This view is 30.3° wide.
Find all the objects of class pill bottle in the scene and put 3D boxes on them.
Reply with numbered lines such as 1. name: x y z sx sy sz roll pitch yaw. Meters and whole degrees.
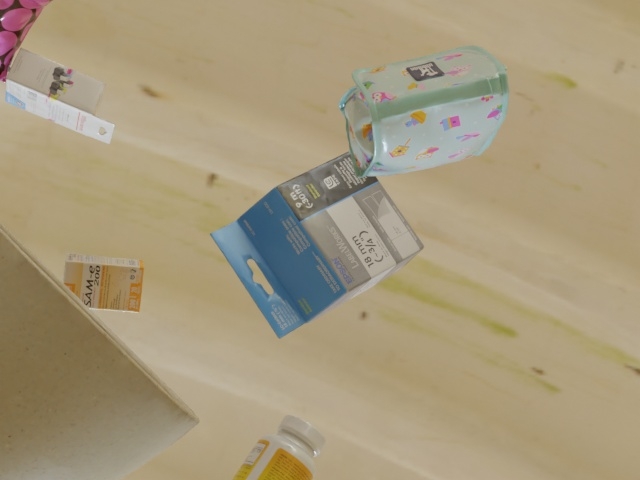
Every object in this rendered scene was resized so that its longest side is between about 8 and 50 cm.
1. pill bottle: -0.081 0.411 2.050 0.117 0.117 0.208 -1 -132 53

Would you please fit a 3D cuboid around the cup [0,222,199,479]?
1. cup: -0.306 0.131 1.052 0.237 0.331 0.331 -46 -142 -9

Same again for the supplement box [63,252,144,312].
1. supplement box: -0.275 0.054 1.488 0.036 0.098 0.062 -123 -141 -71

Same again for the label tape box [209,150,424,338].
1. label tape box: 0.000 0.000 2.205 0.241 0.333 0.106 55 -38 8

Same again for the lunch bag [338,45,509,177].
1. lunch bag: 0.157 -0.198 1.802 0.262 0.223 0.160 122 -45 -81

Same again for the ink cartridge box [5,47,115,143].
1. ink cartridge box: -0.407 -0.229 1.890 0.104 0.181 0.062 138 -26 -69

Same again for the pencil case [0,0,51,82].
1. pencil case: -0.492 -0.339 1.844 0.209 0.098 0.095 -46 -151 32
